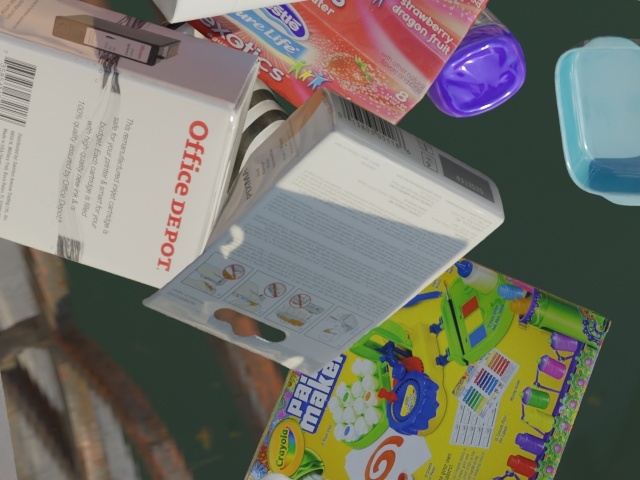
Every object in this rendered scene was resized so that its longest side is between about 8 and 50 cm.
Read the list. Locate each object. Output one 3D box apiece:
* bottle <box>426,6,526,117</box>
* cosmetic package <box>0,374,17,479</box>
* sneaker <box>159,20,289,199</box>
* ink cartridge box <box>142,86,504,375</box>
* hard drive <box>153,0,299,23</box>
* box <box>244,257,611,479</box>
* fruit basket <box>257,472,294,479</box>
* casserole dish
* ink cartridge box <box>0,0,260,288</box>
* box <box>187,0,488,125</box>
[{"bbox_3d":[0.152,-0.234,2.124,0.118,0.283,0.092,-26,115,1],"label":"bottle"},{"bbox_3d":[-0.363,0.113,1.366,0.217,0.156,0.385,36,22,-34],"label":"cosmetic package"},{"bbox_3d":[-0.114,-0.057,1.836,0.169,0.447,0.257,-37,88,-15],"label":"sneaker"},{"bbox_3d":[0.000,0.000,1.097,0.145,0.179,0.045,26,39,-35],"label":"ink cartridge box"},{"bbox_3d":[0.089,-0.240,0.909,0.353,0.233,0.047,-13,47,-27],"label":"hard drive"},{"bbox_3d":[0.101,0.174,1.831,0.279,0.177,0.290,23,71,1],"label":"box"},{"bbox_3d":[0.042,0.318,0.954,0.353,0.327,0.165,30,23,-9],"label":"fruit basket"},{"bbox_3d":[0.279,-0.116,1.660,0.037,0.114,0.188,-62,147,-46],"label":"casserole dish"},{"bbox_3d":[-0.209,-0.094,1.577,0.273,0.198,0.115,18,32,2],"label":"ink cartridge box"},{"bbox_3d":[-0.018,-0.240,1.601,0.300,0.142,0.154,38,62,-6],"label":"box"}]
